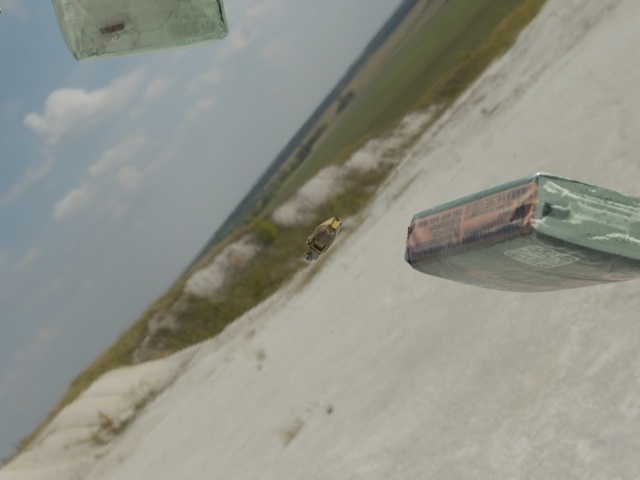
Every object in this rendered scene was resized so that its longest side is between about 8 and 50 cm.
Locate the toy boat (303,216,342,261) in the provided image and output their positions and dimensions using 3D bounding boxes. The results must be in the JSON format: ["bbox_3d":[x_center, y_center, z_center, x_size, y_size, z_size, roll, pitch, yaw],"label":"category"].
[{"bbox_3d":[0.000,0.000,1.801,0.049,0.047,0.149,-52,0,-34],"label":"toy boat"}]

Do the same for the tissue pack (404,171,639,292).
[{"bbox_3d":[0.283,0.001,1.151,0.316,0.228,0.103,160,121,-67],"label":"tissue pack"}]

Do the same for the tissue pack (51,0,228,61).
[{"bbox_3d":[-0.415,-0.529,1.911,0.332,0.205,0.405,-14,22,-15],"label":"tissue pack"}]
